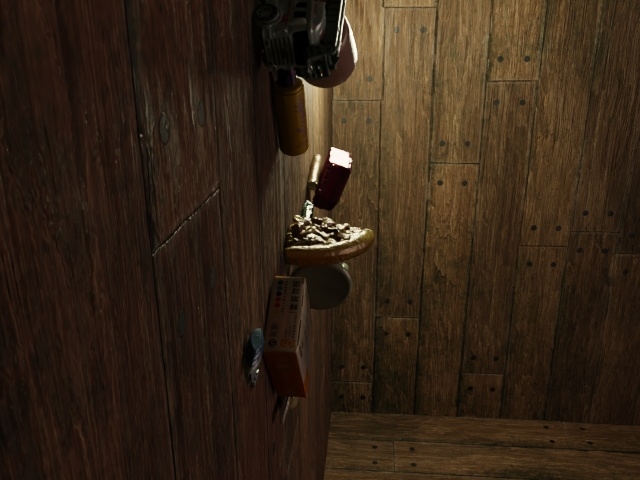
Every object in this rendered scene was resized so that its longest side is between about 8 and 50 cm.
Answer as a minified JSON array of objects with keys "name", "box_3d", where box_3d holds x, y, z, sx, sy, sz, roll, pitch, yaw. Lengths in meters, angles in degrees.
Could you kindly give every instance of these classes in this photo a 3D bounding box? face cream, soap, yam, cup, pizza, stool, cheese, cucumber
[{"name":"face cream","box_3d":[-0.075,-0.338,1.424,0.273,0.078,0.078,86,7,-46]},{"name":"soap","box_3d":[0.037,-0.233,2.301,0.162,0.099,0.250,-92,-159,-52]},{"name":"yam","box_3d":[-0.022,-0.278,2.312,0.264,0.046,0.046,-82,172,-56]},{"name":"cup","box_3d":[-0.009,-0.602,1.704,0.253,0.191,0.200,62,4,9]},{"name":"pizza","box_3d":[0.032,0.010,1.670,0.258,0.268,0.087,-88,-173,-65]},{"name":"stool","box_3d":[0.001,0.089,1.835,0.199,0.195,0.195,-90,178,-56]},{"name":"cheese","box_3d":[-0.090,0.437,1.630,0.251,0.054,0.127,-67,158,-76]},{"name":"cucumber","box_3d":[-0.051,-0.066,2.027,0.257,0.043,0.044,-83,178,-57]}]

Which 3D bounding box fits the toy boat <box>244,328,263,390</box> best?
[{"name":"toy boat","box_3d":[-0.140,0.251,1.171,0.105,0.034,0.149,-83,-174,-73]}]

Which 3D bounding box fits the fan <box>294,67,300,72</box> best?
[{"name":"fan","box_3d":[-0.052,-0.476,1.420,0.223,0.012,0.294,2,-89,64]}]

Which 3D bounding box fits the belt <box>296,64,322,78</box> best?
[{"name":"belt","box_3d":[-0.038,-0.513,1.553,0.079,0.121,0.151,174,-82,-75]}]

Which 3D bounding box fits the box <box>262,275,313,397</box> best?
[{"name":"box","box_3d":[-0.078,0.252,1.487,0.274,0.091,0.221,84,10,-54]}]

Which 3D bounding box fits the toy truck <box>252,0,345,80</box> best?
[{"name":"toy truck","box_3d":[-0.035,-0.492,1.232,0.133,0.184,0.338,81,11,-60]}]
